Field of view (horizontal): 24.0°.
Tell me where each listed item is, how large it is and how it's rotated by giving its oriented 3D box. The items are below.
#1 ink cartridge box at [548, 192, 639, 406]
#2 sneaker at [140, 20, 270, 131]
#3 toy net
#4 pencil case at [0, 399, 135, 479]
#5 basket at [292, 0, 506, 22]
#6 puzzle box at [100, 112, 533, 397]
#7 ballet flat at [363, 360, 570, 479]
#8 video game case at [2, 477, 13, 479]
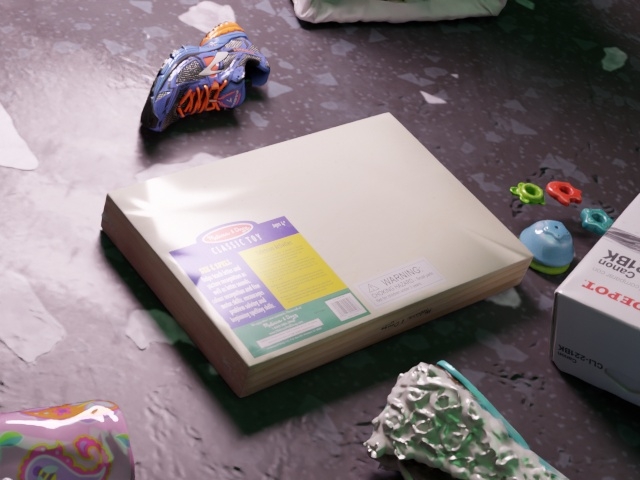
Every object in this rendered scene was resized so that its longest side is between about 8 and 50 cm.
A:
[{"bbox_3d":[0.400,0.053,1.633,0.197,0.114,0.273,25,51,29],"label":"ink cartridge box"},{"bbox_3d":[-0.132,-0.188,1.782,0.087,0.083,0.221,36,45,10],"label":"sneaker"},{"bbox_3d":[0.338,-0.013,1.803,0.232,0.045,0.122,4,41,-20],"label":"toy net"},{"bbox_3d":[-0.302,0.195,1.266,0.284,0.124,0.124,0,44,-21],"label":"pencil case"},{"bbox_3d":[0.102,-0.499,2.025,0.328,0.331,0.266,-6,45,-26],"label":"basket"},{"bbox_3d":[0.000,0.000,1.646,0.409,0.052,0.272,-18,54,-36],"label":"puzzle box"},{"bbox_3d":[0.200,0.279,1.387,0.409,0.147,0.147,40,44,26],"label":"ballet flat"},{"bbox_3d":[-0.223,0.308,1.172,0.190,0.022,0.173,32,78,14],"label":"video game case"}]
